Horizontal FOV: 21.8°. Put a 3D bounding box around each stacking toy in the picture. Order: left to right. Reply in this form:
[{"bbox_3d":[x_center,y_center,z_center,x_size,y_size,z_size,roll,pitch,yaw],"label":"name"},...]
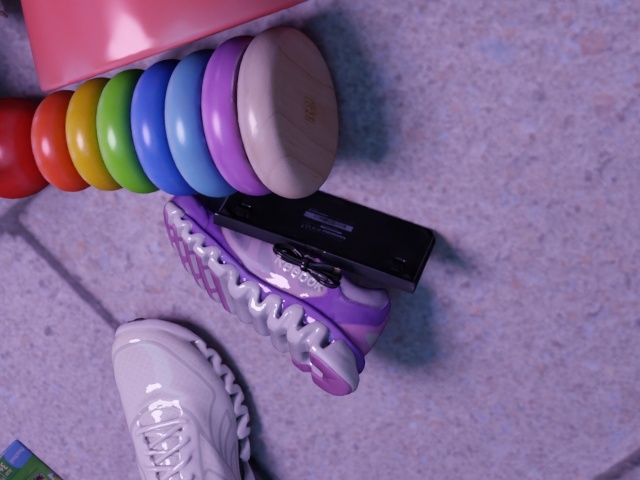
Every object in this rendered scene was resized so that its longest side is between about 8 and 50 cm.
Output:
[{"bbox_3d":[-0.157,-0.091,1.407,0.330,0.141,0.141,-5,112,26],"label":"stacking toy"}]

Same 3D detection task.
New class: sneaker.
[{"bbox_3d":[-0.119,0.209,1.525,0.110,0.118,0.292,-14,107,23],"label":"sneaker"},{"bbox_3d":[-0.033,0.027,1.440,0.236,0.104,0.095,38,164,17],"label":"sneaker"}]

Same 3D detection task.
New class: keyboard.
[{"bbox_3d":[0.000,0.000,1.403,0.180,0.108,0.023,19,129,8],"label":"keyboard"}]

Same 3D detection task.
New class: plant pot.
[{"bbox_3d":[-0.121,-0.269,1.249,0.275,0.275,0.243,-16,98,22],"label":"plant pot"}]

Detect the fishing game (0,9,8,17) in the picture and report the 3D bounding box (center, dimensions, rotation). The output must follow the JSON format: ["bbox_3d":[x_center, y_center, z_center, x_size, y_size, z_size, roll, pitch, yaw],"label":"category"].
[{"bbox_3d":[-0.266,-0.226,1.333,0.041,0.189,0.264,-4,93,-16],"label":"fishing game"}]

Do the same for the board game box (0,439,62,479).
[{"bbox_3d":[-0.252,0.306,1.580,0.211,0.160,0.039,43,116,-6],"label":"board game box"}]
